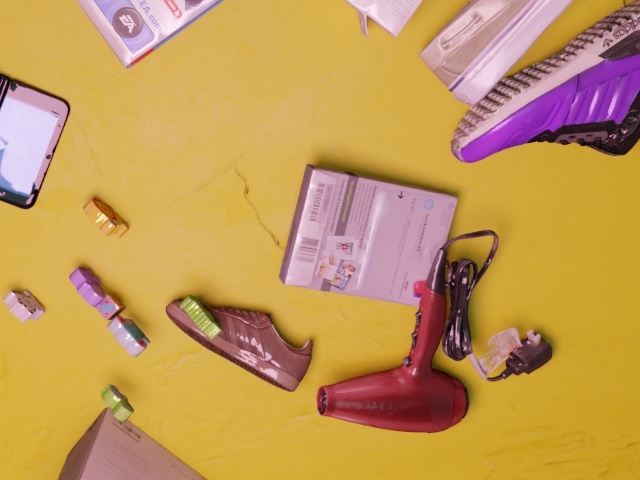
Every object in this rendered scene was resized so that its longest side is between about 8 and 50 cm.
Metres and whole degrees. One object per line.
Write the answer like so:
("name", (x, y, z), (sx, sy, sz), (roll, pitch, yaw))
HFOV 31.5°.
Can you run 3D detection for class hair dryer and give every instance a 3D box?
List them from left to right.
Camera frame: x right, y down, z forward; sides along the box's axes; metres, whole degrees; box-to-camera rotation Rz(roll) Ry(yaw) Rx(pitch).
("hair dryer", (0.122, 0.132, 1.382), (0.294, 0.080, 0.223), (-35, 112, -7))

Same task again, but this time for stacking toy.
("stacking toy", (-0.250, 0.084, 1.344), (0.167, 0.052, 0.221), (-45, 80, 8))

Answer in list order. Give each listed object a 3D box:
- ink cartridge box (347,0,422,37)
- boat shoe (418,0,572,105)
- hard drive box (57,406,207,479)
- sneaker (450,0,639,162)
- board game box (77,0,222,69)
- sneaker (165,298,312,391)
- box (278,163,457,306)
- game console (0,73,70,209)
("ink cartridge box", (0.077, -0.300, 1.278), (0.090, 0.092, 0.143), (35, 99, -9))
("boat shoe", (0.234, -0.291, 1.282), (0.094, 0.109, 0.302), (38, 101, -7))
("hard drive box", (-0.223, 0.321, 1.341), (0.181, 0.232, 0.089), (39, 99, -9))
("sneaker", (0.299, -0.148, 1.318), (0.293, 0.102, 0.146), (-32, 103, 5))
("board game box", (-0.179, -0.402, 1.247), (0.302, 0.086, 0.308), (-34, 102, 5))
("sneaker", (-0.098, 0.112, 1.394), (0.188, 0.066, 0.071), (32, 74, -6))
("box", (0.057, -0.004, 1.356), (0.186, 0.038, 0.145), (10, 103, -17))
("game console", (-0.377, -0.114, 1.311), (0.085, 0.124, 0.144), (27, 102, 19))
